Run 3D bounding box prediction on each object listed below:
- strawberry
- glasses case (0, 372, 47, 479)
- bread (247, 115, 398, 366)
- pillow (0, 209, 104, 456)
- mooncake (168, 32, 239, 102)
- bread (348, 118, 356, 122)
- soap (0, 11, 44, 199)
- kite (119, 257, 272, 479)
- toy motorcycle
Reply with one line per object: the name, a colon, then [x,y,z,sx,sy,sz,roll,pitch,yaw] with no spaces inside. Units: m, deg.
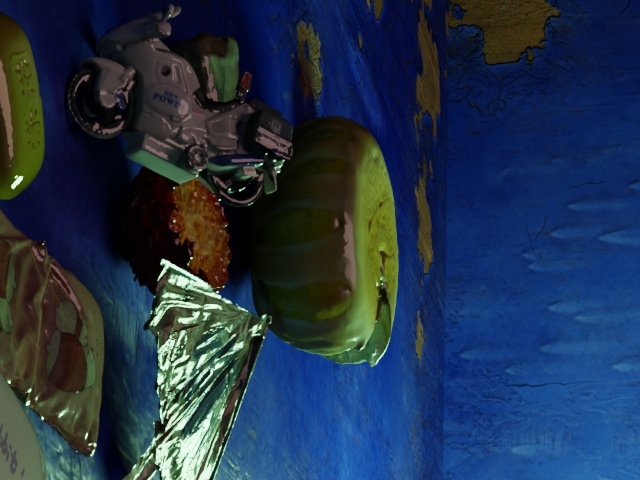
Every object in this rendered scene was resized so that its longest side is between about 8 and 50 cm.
strawberry: [-0.136,-0.006,1.472,0.145,0.086,0.145,-3,90,-79]
glasses case: [-0.244,0.122,1.002,0.297,0.075,0.113,72,20,-52]
bread: [0.000,0.000,1.901,0.333,0.160,0.333,-3,90,-79]
pillow: [-0.225,0.059,1.166,0.248,0.049,0.135,58,31,-57]
mooncake: [-0.121,-0.147,1.599,0.130,0.073,0.125,-37,120,-76]
bread: [0.030,-0.017,2.199,0.142,0.091,0.305,5,82,-71]
soap: [-0.234,-0.100,1.162,0.089,0.045,0.140,-59,144,-74]
kite: [-0.130,0.165,1.433,0.368,0.014,0.406,-50,150,-50]
toy motorcycle: [-0.121,-0.125,1.417,0.221,0.102,0.150,28,61,-31]
